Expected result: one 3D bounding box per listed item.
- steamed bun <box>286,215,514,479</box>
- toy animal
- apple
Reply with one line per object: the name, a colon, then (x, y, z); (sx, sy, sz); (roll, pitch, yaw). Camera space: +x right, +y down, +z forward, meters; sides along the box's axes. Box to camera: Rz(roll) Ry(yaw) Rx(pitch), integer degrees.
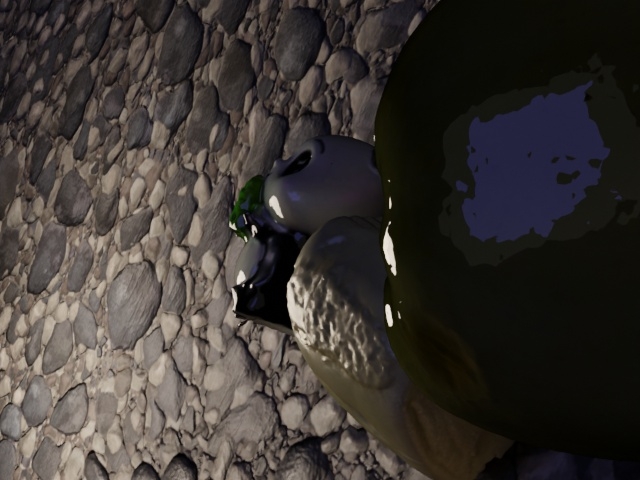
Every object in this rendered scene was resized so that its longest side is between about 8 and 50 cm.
steamed bun: (0.112, 0.126, 1.423); (0.290, 0.273, 0.272); (35, 117, 56)
toy animal: (-0.009, -0.003, 1.633); (0.212, 0.212, 0.267); (1, 79, 52)
apple: (0.256, -0.044, 1.049); (0.473, 0.473, 0.474); (-26, 55, 43)
